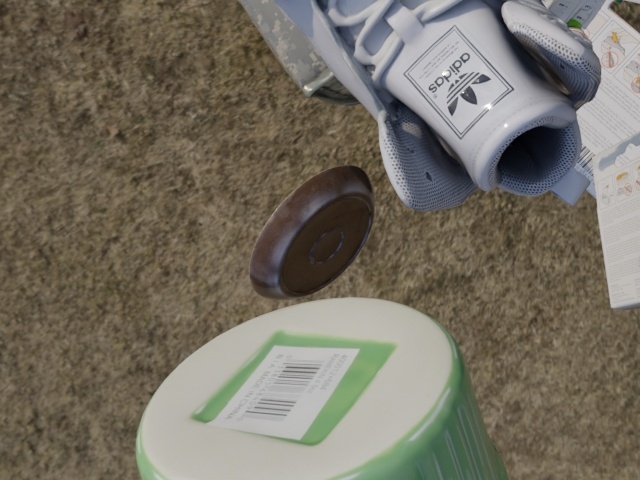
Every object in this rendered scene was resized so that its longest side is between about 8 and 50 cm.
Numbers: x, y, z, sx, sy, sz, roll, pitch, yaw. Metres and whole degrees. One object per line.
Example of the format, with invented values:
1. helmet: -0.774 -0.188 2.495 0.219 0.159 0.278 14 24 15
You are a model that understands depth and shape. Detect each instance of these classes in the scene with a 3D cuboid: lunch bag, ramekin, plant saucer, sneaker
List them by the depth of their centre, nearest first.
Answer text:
1. sneaker: 0.033 -0.148 0.405 0.137 0.210 0.366 -40 138 20
2. ramekin: -0.003 0.175 0.628 0.304 0.303 0.148 -6 115 22
3. lunch bag: 0.019 -0.310 1.004 0.169 0.287 0.235 -37 82 21
4. plant saucer: 0.000 0.000 1.426 0.050 0.311 0.310 41 126 30

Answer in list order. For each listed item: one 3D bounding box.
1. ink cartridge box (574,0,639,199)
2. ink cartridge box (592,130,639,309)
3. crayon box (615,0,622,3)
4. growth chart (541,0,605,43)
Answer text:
1. ink cartridge box: 0.404 -0.249 1.111 0.296 0.066 0.261 46 118 13
2. ink cartridge box: 0.352 -0.024 0.791 0.045 0.145 0.179 2 77 -13
3. crayon box: 0.397 -0.516 1.265 0.279 0.165 0.081 23 129 -3
4. growth chart: 0.165 -0.223 0.598 0.172 0.021 0.237 18 161 7
